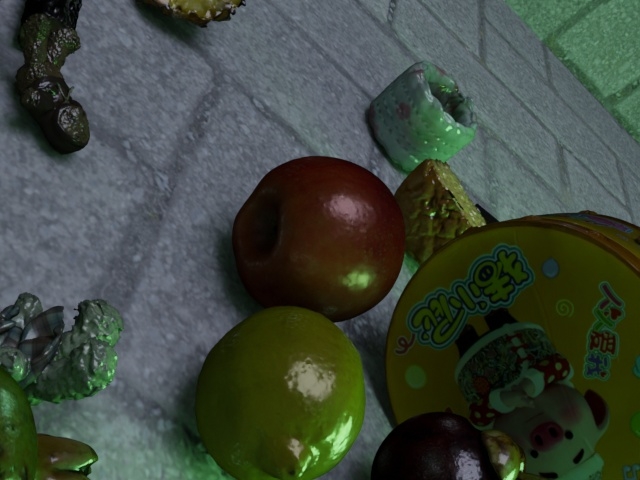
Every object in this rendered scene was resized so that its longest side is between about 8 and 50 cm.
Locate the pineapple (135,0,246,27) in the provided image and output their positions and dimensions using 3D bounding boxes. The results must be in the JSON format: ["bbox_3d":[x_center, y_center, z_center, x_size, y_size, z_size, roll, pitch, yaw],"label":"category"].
[{"bbox_3d":[-0.200,-0.417,1.422,0.224,0.076,0.225,6,69,-16],"label":"pineapple"}]

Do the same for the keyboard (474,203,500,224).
[{"bbox_3d":[0.322,0.048,1.740,0.106,0.027,0.317,39,33,-15],"label":"keyboard"}]

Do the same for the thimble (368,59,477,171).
[{"bbox_3d":[0.203,-0.234,1.758,0.185,0.149,0.211,56,30,12],"label":"thimble"}]

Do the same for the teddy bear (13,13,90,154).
[{"bbox_3d":[-0.322,-0.177,1.074,0.119,0.077,0.161,17,58,-75],"label":"teddy bear"}]

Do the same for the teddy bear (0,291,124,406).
[{"bbox_3d":[-0.288,0.093,0.821,0.213,0.111,0.133,18,16,-9],"label":"teddy bear"}]

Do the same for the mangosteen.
[{"bbox_3d":[0.172,0.294,1.084,0.194,0.230,0.194,-16,90,-79],"label":"mangosteen"}]

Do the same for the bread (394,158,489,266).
[{"bbox_3d":[0.214,-0.016,1.552,0.229,0.139,0.143,58,29,9],"label":"bread"}]

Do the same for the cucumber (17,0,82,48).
[{"bbox_3d":[-0.348,-0.351,1.221,0.072,0.072,0.300,31,35,-31],"label":"cucumber"}]

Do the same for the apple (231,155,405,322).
[{"bbox_3d":[0.000,0.000,1.177,0.201,0.218,0.218,15,46,-36],"label":"apple"}]

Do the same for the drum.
[{"bbox_3d":[0.311,0.167,1.217,0.214,0.431,0.431,-8,64,-55],"label":"drum"}]

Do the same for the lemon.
[{"bbox_3d":[-0.042,0.161,0.985,0.184,0.184,0.248,42,21,-17],"label":"lemon"}]

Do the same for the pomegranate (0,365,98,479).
[{"bbox_3d":[-0.275,0.176,0.680,0.241,0.159,0.190,45,31,-21],"label":"pomegranate"}]
